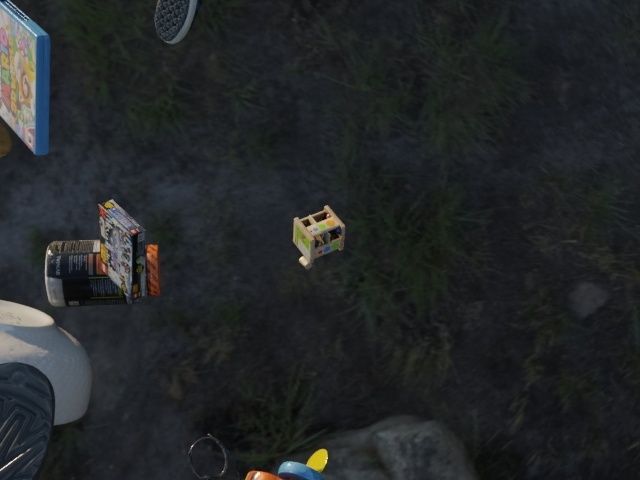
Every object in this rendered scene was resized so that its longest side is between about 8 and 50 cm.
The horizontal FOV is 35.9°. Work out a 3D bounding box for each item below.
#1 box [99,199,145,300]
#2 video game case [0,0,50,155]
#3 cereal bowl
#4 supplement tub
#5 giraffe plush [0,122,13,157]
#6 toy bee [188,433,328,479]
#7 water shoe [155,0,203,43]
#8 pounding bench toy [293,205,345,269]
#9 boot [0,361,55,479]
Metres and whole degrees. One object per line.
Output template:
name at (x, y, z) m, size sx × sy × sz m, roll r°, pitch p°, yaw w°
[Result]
box at (-0.313, 0.016, 1.557) m, size 0.094 × 0.027 × 0.137 m, roll 39°, pitch 137°, yaw 33°
video game case at (-0.302, -0.170, 0.966) m, size 0.166 × 0.015 × 0.119 m, roll 40°, pitch 131°, yaw 43°
cereal bowl at (-0.538, 0.186, 1.651) m, size 0.339 × 0.339 × 0.141 m, roll 19°, pitch 96°, yaw 24°
supplement tub at (-0.378, 0.056, 1.733) m, size 0.191 × 0.117 × 0.116 m, roll -1°, pitch 88°, yaw -6°
giraffe plush at (-0.268, -0.119, 0.573) m, size 0.181 × 0.210 × 0.170 m, roll -23°, pitch 59°, yaw -14°
toy bee at (-0.057, 0.392, 1.513) m, size 0.298 × 0.195 × 0.162 m, roll 44°, pitch 150°, yaw 6°
water shoe at (-0.204, -0.410, 1.615) m, size 0.073 × 0.080 × 0.203 m, roll 43°, pitch 126°, yaw 20°
pounding bench toy at (0.000, 0.000, 1.479) m, size 0.052 × 0.065 × 0.083 m, roll 51°, pitch 152°, yaw 34°
boot at (-0.460, 0.397, 1.454) m, size 0.146 × 0.445 × 0.366 m, roll 15°, pitch 70°, yaw 1°
